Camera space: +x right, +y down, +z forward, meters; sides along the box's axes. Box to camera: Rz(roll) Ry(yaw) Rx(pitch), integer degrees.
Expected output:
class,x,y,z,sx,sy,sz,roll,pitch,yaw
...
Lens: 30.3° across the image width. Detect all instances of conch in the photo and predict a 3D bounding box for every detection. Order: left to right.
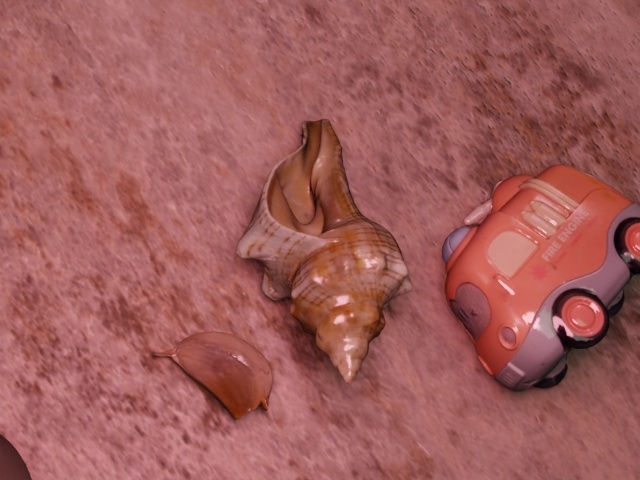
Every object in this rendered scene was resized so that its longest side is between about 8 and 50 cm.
class,x,y,z,sx,sy,sz,roll,pitch,yaw
conch,-0.007,0.011,1.454,0.203,0.170,0.386,15,34,-33

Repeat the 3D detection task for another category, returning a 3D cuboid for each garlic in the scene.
class,x,y,z,sx,sy,sz,roll,pitch,yaw
garlic,-0.116,0.150,1.421,0.152,0.066,0.084,41,71,-2

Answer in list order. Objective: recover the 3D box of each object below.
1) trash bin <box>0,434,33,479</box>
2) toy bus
class,x,y,z,sx,sy,sz,roll,pitch,yaw
trash bin,-0.413,0.264,1.194,0.277,0.262,0.217,30,72,3
toy bus,0.280,0.034,1.495,0.232,0.194,0.287,43,69,9
